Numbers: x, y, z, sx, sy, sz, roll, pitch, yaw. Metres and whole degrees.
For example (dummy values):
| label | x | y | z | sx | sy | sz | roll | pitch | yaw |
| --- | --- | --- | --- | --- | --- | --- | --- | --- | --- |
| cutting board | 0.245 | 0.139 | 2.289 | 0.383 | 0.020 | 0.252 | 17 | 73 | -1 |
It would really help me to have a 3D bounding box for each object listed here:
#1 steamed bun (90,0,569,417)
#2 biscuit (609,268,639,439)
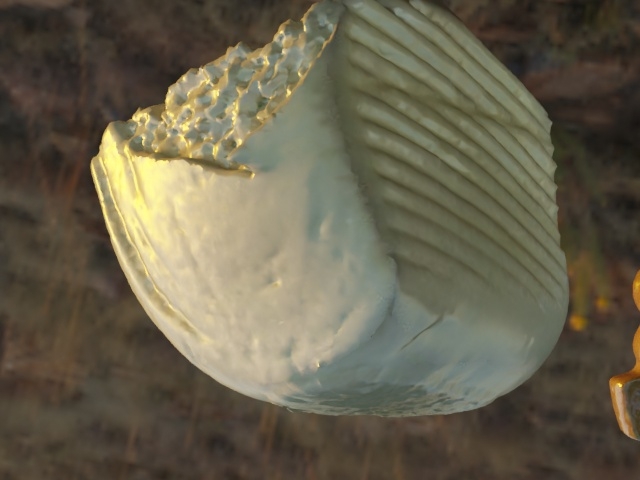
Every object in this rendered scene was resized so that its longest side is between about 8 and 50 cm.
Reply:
| label | x | y | z | sx | sy | sz | roll | pitch | yaw |
| --- | --- | --- | --- | --- | --- | --- | --- | --- | --- |
| steamed bun | 0.000 | 0.000 | 1.117 | 0.272 | 0.273 | 0.290 | -25 | 151 | 37 |
| biscuit | 0.331 | 0.098 | 1.212 | 0.238 | 0.212 | 0.041 | -12 | -174 | 6 |
